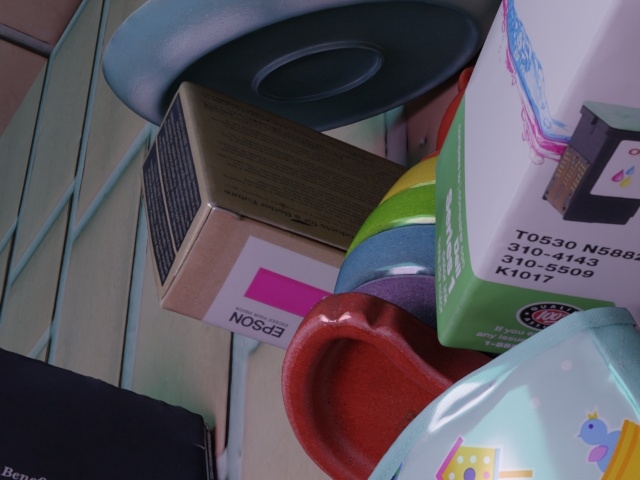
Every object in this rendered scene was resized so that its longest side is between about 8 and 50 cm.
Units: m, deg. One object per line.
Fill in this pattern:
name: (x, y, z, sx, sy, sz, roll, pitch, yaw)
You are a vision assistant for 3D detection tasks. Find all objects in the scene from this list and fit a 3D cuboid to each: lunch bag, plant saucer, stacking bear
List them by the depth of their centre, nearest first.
lunch bag: (0.112, 0.186, 0.659, 0.262, 0.160, 0.223, -57, 42, 37)
stacking bear: (0.099, 0.008, 0.891, 0.289, 0.175, 0.164, -66, 4, -38)
plant saucer: (-0.005, -0.142, 1.132, 0.317, 0.317, 0.043, -36, 64, 53)

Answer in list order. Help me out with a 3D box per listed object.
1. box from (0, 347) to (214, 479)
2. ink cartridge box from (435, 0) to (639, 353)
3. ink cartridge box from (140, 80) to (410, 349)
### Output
box: (-0.312, 0.428, 1.294, 0.480, 0.297, 0.472, -56, 23, 28)
ink cartridge box: (0.177, -0.057, 0.623, 0.278, 0.201, 0.117, 108, 168, -55)
ink cartridge box: (0.000, 0.000, 1.042, 0.088, 0.235, 0.193, -60, 23, 23)
